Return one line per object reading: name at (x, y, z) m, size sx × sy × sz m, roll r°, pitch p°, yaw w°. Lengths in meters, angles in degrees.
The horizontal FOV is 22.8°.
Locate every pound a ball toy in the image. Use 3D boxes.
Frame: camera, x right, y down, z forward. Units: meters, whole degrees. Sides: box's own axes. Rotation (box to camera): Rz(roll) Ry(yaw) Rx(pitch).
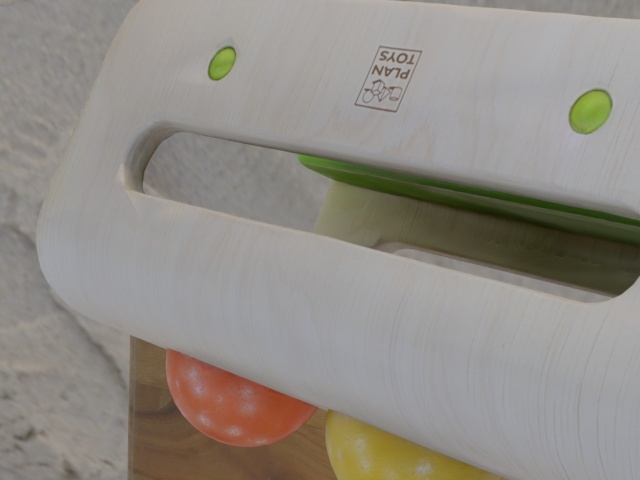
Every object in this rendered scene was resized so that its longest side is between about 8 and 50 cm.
pound a ball toy at (0.000, 0.000, 0.451) m, size 0.319 × 0.208 × 0.136 m, roll 14°, pitch 81°, yaw 48°

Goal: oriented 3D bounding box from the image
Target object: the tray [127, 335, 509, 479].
tray at (-0.009, 0.144, 1.054) m, size 0.076 × 0.411 × 0.203 m, roll 0°, pitch 92°, yaw -32°
